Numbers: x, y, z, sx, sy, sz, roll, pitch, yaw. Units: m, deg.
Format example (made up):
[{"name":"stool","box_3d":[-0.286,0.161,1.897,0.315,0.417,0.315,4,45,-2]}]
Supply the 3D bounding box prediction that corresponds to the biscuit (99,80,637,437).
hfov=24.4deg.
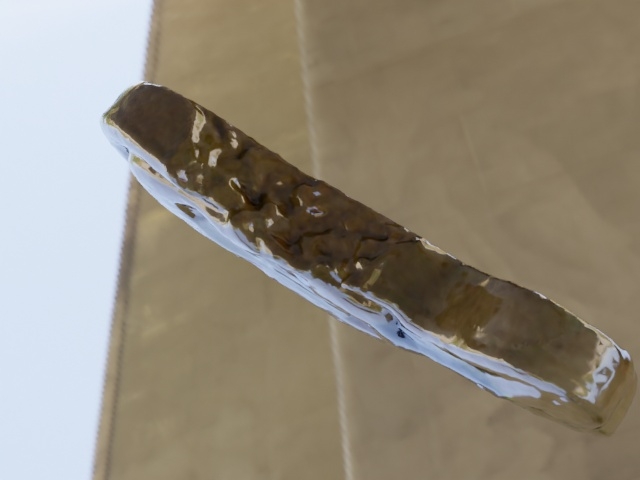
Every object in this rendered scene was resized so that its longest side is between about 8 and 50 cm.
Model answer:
[{"name":"biscuit","box_3d":[0.007,0.006,0.621,0.320,0.183,0.047,28,-93,43]}]
